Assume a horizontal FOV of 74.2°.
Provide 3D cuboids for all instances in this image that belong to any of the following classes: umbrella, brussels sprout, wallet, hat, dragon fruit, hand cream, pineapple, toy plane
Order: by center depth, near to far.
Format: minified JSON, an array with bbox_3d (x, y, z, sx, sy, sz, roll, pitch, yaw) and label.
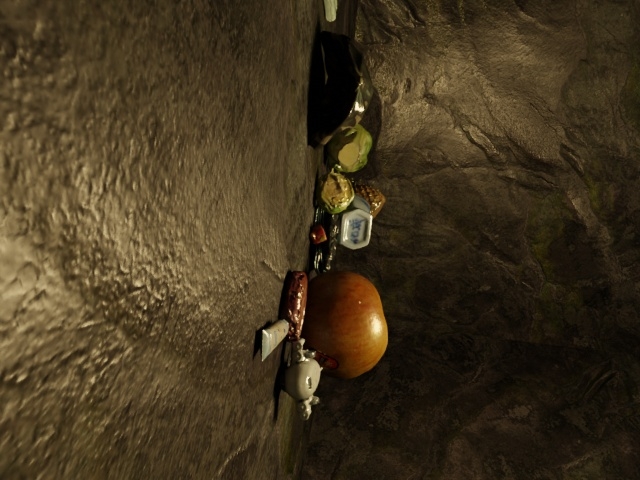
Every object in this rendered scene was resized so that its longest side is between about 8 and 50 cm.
[{"bbox_3d":[-0.106,0.209,0.940,0.170,0.043,0.065,-14,105,-80],"label":"hand cream"},{"bbox_3d":[-0.059,0.411,1.284,0.252,0.118,0.252,-6,90,-86],"label":"toy plane"},{"bbox_3d":[0.080,-0.457,1.385,0.381,0.257,0.367,-5,104,-65],"label":"hat"},{"bbox_3d":[-0.013,-0.027,1.609,0.083,0.056,0.060,-113,-178,-69],"label":"dragon fruit"},{"bbox_3d":[0.048,-0.178,1.638,0.122,0.149,0.152,144,-33,-78],"label":"brussels sprout"},{"bbox_3d":[0.039,0.007,1.657,0.066,0.059,0.236,27,64,-46],"label":"umbrella"},{"bbox_3d":[-0.001,0.000,1.797,0.251,0.054,0.291,-94,-176,-89],"label":"wallet"},{"bbox_3d":[0.119,-0.403,1.843,0.244,0.243,0.244,6,90,-85],"label":"brussels sprout"},{"bbox_3d":[0.164,-0.248,2.159,0.169,0.340,0.169,-44,161,-20],"label":"pineapple"}]

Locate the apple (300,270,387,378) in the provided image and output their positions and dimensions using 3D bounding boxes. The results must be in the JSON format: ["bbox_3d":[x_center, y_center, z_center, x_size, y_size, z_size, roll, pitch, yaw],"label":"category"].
[{"bbox_3d":[0.087,0.313,1.588,0.400,0.333,0.401,10,90,-86],"label":"apple"}]

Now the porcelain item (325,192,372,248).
[{"bbox_3d":[0.111,-0.100,1.902,0.405,0.178,0.243,-114,-153,-72],"label":"porcelain item"}]

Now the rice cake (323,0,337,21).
[{"bbox_3d":[0.032,-0.764,1.273,0.211,0.038,0.124,66,31,-81],"label":"rice cake"}]

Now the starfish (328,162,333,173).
[{"bbox_3d":[0.063,-0.371,2.031,0.176,0.053,0.208,-76,168,-52],"label":"starfish"}]

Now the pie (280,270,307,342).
[{"bbox_3d":[-0.072,0.188,1.208,0.219,0.053,0.205,76,21,-76],"label":"pie"}]
